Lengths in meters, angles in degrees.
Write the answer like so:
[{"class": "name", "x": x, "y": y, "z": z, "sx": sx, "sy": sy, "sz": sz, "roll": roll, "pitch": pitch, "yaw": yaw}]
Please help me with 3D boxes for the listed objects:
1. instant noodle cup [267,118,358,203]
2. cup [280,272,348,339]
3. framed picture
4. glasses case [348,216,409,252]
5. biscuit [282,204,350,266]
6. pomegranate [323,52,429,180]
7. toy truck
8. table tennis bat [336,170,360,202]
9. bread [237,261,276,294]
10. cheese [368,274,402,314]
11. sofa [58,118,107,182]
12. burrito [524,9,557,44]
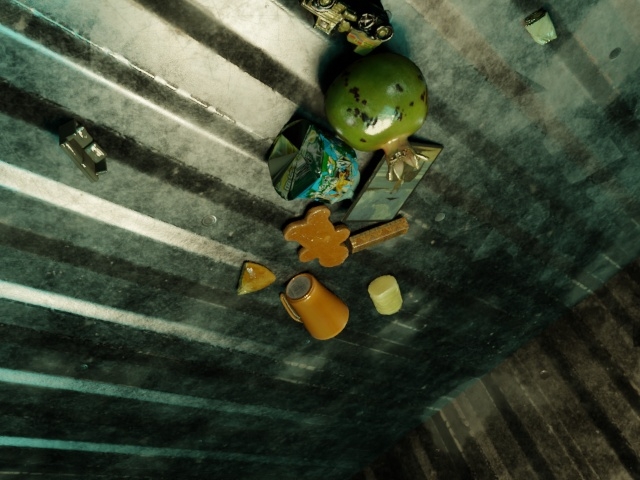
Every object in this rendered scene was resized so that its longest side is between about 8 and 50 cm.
[{"class": "instant noodle cup", "x": -0.012, "y": -0.218, "z": 1.742, "sx": 0.178, "sy": 0.240, "sz": 0.240, "roll": 9, "pitch": 129, "yaw": -44}, {"class": "cup", "x": -0.038, "y": 0.248, "z": 2.283, "sx": 0.226, "sy": 0.182, "sz": 0.264, "roll": -8, "pitch": 140, "yaw": 29}, {"class": "framed picture", "x": 0.242, "y": -0.189, "z": 2.009, "sx": 0.265, "sy": 0.016, "sz": 0.347, "roll": -3, "pitch": 137, "yaw": -44}, {"class": "glasses case", "x": 0.210, "y": -0.021, "z": 2.180, "sx": 0.218, "sy": 0.049, "sz": 0.075, "roll": -20, "pitch": 164, "yaw": -6}, {"class": "biscuit", "x": 0.000, "y": -0.002, "z": 2.101, "sx": 0.205, "sy": 0.049, "sz": 0.324, "roll": -34, "pitch": 139, "yaw": 11}, {"class": "pomegranate", "x": 0.157, "y": -0.338, "z": 1.607, "sx": 0.290, "sy": 0.323, "sz": 0.291, "roll": -8, "pitch": 160, "yaw": -3}, {"class": "toy truck", "x": 0.053, "y": -0.562, "z": 1.476, "sx": 0.257, "sy": 0.127, "sz": 0.127, "roll": 17, "pitch": 139, "yaw": -38}, {"class": "table tennis bat", "x": 0.082, "y": -0.173, "z": 1.972, "sx": 0.149, "sy": 0.038, "sz": 0.237, "roll": -44, "pitch": 136, "yaw": 9}, {"class": "bread", "x": -0.221, "y": 0.138, "z": 2.136, "sx": 0.136, "sy": 0.054, "sz": 0.154, "roll": -2, "pitch": 137, "yaw": -30}, {"class": "cheese", "x": 0.268, "y": 0.225, "z": 2.448, "sx": 0.123, "sy": 0.094, "sz": 0.167, "roll": -24, "pitch": 140, "yaw": 1}, {"class": "sofa", "x": -0.596, "y": -0.227, "z": 1.523, "sx": 0.060, "sy": 0.085, "sz": 0.147, "roll": -23, "pitch": 140, "yaw": 2}, {"class": "burrito", "x": 0.653, "y": -0.624, "z": 1.775, "sx": 0.074, "sy": 0.044, "sz": 0.118, "roll": -36, "pitch": 137, "yaw": 16}]
